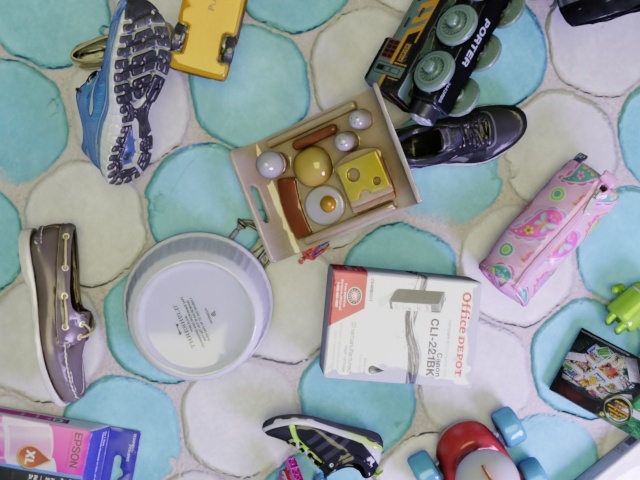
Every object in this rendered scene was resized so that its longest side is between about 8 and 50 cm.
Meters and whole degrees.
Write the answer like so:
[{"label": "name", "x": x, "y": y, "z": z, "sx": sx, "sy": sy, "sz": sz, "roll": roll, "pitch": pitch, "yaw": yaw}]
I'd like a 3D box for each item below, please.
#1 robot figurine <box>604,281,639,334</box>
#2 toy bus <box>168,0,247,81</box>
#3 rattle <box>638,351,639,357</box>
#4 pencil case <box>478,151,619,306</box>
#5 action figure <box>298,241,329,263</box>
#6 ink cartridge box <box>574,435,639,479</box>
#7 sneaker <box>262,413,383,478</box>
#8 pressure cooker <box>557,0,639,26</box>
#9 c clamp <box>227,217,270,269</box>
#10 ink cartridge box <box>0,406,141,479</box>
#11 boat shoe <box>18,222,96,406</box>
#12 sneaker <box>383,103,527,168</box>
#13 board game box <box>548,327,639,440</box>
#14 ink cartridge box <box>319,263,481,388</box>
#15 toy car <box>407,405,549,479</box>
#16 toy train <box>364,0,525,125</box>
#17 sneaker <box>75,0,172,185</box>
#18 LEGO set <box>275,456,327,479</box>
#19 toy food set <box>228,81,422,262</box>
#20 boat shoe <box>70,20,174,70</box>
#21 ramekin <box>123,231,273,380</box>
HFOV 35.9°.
[{"label": "robot figurine", "x": 0.583, "y": 0.124, "z": 1.839, "sx": 0.115, "sy": 0.067, "sz": 0.101, "roll": -41, "pitch": 65, "yaw": 1}, {"label": "toy bus", "x": -0.177, "y": -0.448, "z": 1.723, "sx": 0.108, "sy": 0.130, "sz": 0.333, "roll": 13, "pitch": 93, "yaw": -5}, {"label": "rattle", "x": 0.665, "y": 0.202, "z": 1.817, "sx": 0.130, "sy": 0.143, "sz": 0.200, "roll": 16, "pitch": 98, "yaw": 9}, {"label": "pencil case", "x": 0.417, "y": -0.017, "z": 1.795, "sx": 0.124, "sy": 0.124, "sz": 0.284, "roll": 42, "pitch": 91, "yaw": -5}, {"label": "action figure", "x": 0.000, "y": 0.000, "z": 1.815, "sx": 0.038, "sy": 0.030, "sz": 0.115, "roll": 42, "pitch": 93, "yaw": -9}, {"label": "ink cartridge box", "x": 0.609, "y": 0.512, "z": 1.870, "sx": 0.275, "sy": 0.060, "sz": 0.239, "roll": -39, "pitch": 96, "yaw": -1}, {"label": "sneaker", "x": 0.005, "y": 0.381, "z": 1.796, "sx": 0.234, "sy": 0.084, "sz": 0.097, "roll": 12, "pitch": 68, "yaw": -4}, {"label": "pressure cooker", "x": 0.539, "y": -0.599, "z": 1.641, "sx": 0.375, "sy": 0.370, "sz": 0.420, "roll": -16, "pitch": 98, "yaw": -6}, {"label": "c clamp", "x": -0.161, "y": 0.023, "z": 1.808, "sx": 0.137, "sy": 0.022, "sz": 0.161, "roll": 43, "pitch": 91, "yaw": -5}, {"label": "ink cartridge box", "x": -0.525, "y": 0.405, "z": 1.792, "sx": 0.371, "sy": 0.069, "sz": 0.176, "roll": 11, "pitch": 93, "yaw": -7}, {"label": "boat shoe", "x": -0.455, "y": 0.131, "z": 1.753, "sx": 0.096, "sy": 0.116, "sz": 0.324, "roll": -11, "pitch": 89, "yaw": 0}, {"label": "sneaker", "x": 0.243, "y": -0.177, "z": 1.770, "sx": 0.283, "sy": 0.124, "sz": 0.107, "roll": -14, "pitch": 95, "yaw": -3}, {"label": "board game box", "x": 0.563, "y": 0.278, "z": 1.798, "sx": 0.259, "sy": 0.030, "sz": 0.136, "roll": 29, "pitch": 90, "yaw": 30}, {"label": "ink cartridge box", "x": 0.144, "y": 0.154, "z": 1.790, "sx": 0.273, "sy": 0.114, "sz": 0.197, "roll": 5, "pitch": 93, "yaw": -5}, {"label": "toy car", "x": 0.301, "y": 0.441, "z": 1.756, "sx": 0.219, "sy": 0.238, "sz": 0.210, "roll": -27, "pitch": 95, "yaw": -1}, {"label": "toy train", "x": 0.218, "y": -0.363, "z": 1.731, "sx": 0.142, "sy": 0.190, "sz": 0.334, "roll": 30, "pitch": 87, "yaw": -49}, {"label": "sneaker", "x": -0.357, "y": -0.264, "z": 1.685, "sx": 0.147, "sy": 0.130, "sz": 0.330, "roll": 33, "pitch": 120, "yaw": 27}, {"label": "LEGO set", "x": -0.007, "y": 0.515, "z": 1.818, "sx": 0.087, "sy": 0.093, "sz": 0.227, "roll": -7, "pitch": 64, "yaw": -36}, {"label": "toy food set", "x": 0.007, "y": -0.114, "z": 1.723, "sx": 0.306, "sy": 0.092, "sz": 0.220, "roll": -22, "pitch": 89, "yaw": 23}, {"label": "boat shoe", "x": -0.349, "y": -0.344, "z": 1.747, "sx": 0.190, "sy": 0.072, "sz": 0.068, "roll": -21, "pitch": 95, "yaw": -2}, {"label": "ramekin", "x": -0.217, "y": 0.124, "z": 1.746, "sx": 0.273, "sy": 0.127, "sz": 0.273, "roll": -1, "pitch": 100, "yaw": -4}]
